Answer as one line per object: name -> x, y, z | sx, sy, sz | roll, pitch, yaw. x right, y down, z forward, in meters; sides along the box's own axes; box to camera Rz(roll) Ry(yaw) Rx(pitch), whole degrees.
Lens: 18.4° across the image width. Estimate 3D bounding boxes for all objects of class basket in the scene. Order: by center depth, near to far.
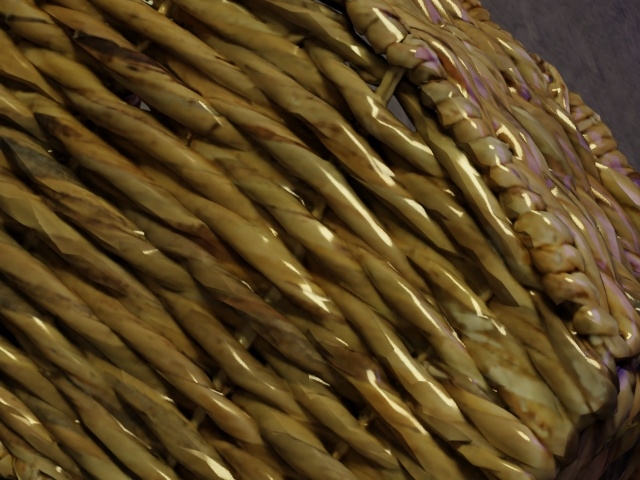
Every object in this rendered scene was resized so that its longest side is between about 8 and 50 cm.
basket -> 0.000, 0.000, 0.705 | 0.299, 0.213, 0.223 | 40, 17, 23
